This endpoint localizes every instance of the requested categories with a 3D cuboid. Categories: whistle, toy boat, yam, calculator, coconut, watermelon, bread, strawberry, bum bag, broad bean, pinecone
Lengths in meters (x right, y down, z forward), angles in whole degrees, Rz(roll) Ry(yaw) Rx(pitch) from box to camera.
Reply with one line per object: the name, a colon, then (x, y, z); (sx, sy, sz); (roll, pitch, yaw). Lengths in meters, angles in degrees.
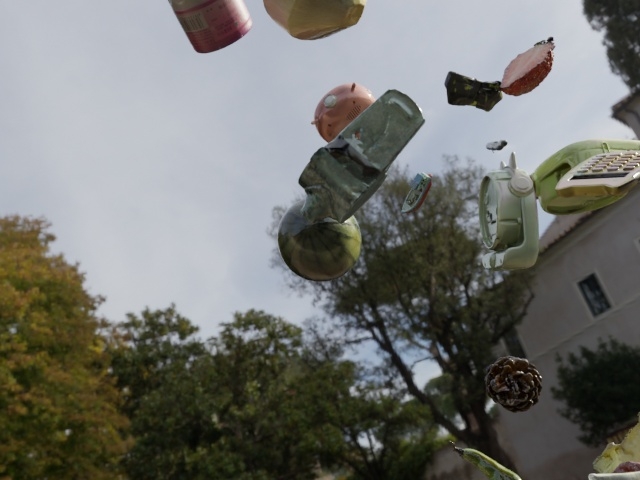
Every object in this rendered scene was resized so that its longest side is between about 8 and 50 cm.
whistle: (0.098, -0.216, 1.766); (0.404, 0.168, 0.188); (-51, -9, 30)
toy boat: (0.346, -0.171, 2.415); (0.059, 0.069, 0.173); (16, -70, -32)
yam: (0.458, -0.246, 1.723); (0.029, 0.027, 0.234); (-26, 3, 8)
calculator: (0.575, -0.135, 1.319); (0.157, 0.033, 0.236); (1, 26, 46)
coconut: (0.000, -0.566, 1.456); (0.259, 0.259, 0.259); (-15, -26, -7)
watermelon: (0.000, 0.000, 2.220); (0.279, 0.278, 0.359); (-22, -25, 9)
bread: (0.780, 0.508, 1.544); (0.133, 0.174, 0.251); (34, -86, -31)
strawberry: (0.678, -0.538, 2.136); (0.236, 0.175, 0.107); (-41, -69, 5)
bum bag: (0.493, -0.475, 2.124); (0.233, 0.060, 0.106); (6, -72, -25)
broad bean: (0.561, 0.755, 2.150); (0.075, 0.325, 0.067); (-18, -51, -48)
pinecone: (0.630, 0.472, 2.185); (0.184, 0.179, 0.205); (10, -7, 35)

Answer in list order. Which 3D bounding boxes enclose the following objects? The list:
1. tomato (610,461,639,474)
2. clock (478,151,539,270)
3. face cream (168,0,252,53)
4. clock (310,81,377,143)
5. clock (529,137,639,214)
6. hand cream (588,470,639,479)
tomato: (0.651, 0.539, 1.267); (0.140, 0.200, 0.233); (15, -3, -14)
clock: (0.520, -0.077, 1.862); (0.109, 0.324, 0.265); (-2, -6, 1)
face cream: (-0.288, -0.604, 1.686); (0.175, 0.175, 0.195); (-21, -53, 6)
clock: (0.092, -0.417, 2.241); (0.227, 0.142, 0.241); (-40, -33, 13)
clock: (0.749, -0.167, 1.891); (0.286, 0.117, 0.348); (-1, -20, -20)
hand cream: (0.521, 0.405, 1.087); (0.165, 0.057, 0.037); (-2, -36, -10)
